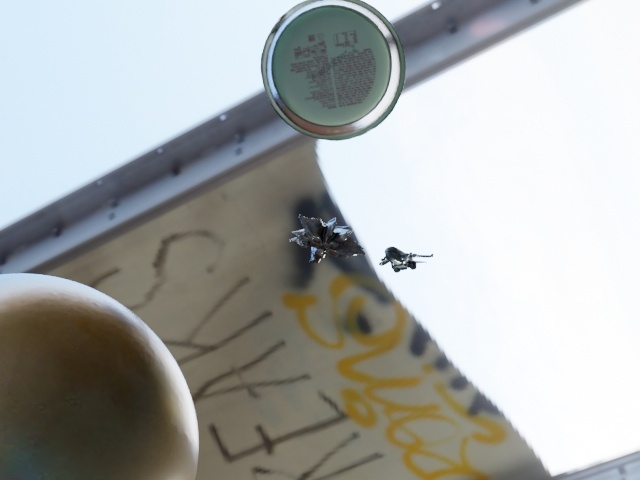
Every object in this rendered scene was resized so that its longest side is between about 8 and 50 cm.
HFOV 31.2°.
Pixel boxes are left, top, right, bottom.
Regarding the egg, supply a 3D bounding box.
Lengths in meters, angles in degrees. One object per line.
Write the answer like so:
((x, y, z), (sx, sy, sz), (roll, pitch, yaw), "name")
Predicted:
((-0.268, 0.193, 1.100), (0.374, 0.301, 0.301), (51, -156, -54), "egg")

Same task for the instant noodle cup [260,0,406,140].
((0.018, -0.264, 1.755), (0.235, 0.234, 0.178), (63, -174, -7), "instant noodle cup")

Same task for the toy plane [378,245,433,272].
((0.106, 0.025, 1.503), (0.083, 0.078, 0.031), (12, -110, -60), "toy plane")

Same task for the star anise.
((-0.002, -0.007, 1.936), (0.129, 0.124, 0.056), (50, -139, -42), "star anise")
